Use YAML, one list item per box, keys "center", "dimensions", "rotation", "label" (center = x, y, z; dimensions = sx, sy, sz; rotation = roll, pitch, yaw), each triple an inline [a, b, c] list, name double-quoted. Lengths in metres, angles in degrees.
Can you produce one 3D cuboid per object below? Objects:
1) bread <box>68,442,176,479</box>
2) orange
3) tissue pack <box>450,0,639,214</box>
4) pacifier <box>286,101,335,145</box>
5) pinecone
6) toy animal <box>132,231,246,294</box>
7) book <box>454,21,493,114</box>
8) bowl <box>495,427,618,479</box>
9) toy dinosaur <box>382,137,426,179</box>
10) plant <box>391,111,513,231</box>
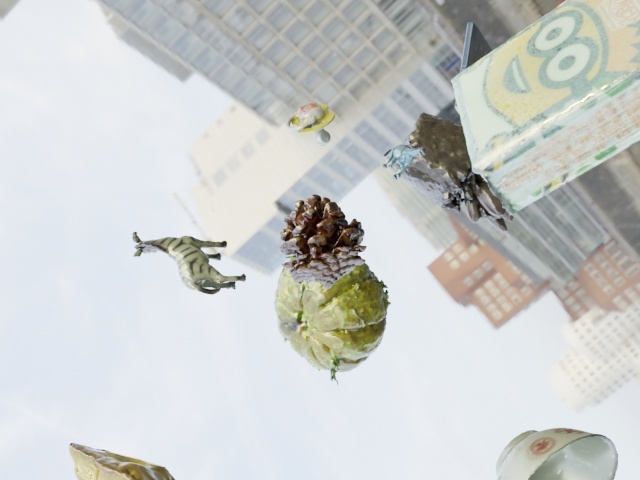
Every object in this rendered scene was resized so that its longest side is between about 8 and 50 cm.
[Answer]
- center: [-0.333, 0.424, 1.520]
  dimensions: [0.233, 0.088, 0.161]
  rotation: [5, 169, 44]
  label: "bread"
- center: [0.025, 0.160, 2.052]
  dimensions: [0.301, 0.300, 0.223]
  rotation: [20, -154, 38]
  label: "orange"
- center: [0.339, -0.207, 1.158]
  dimensions: [0.128, 0.311, 0.228]
  rotation: [40, -150, -34]
  label: "tissue pack"
- center: [-0.010, -0.160, 1.235]
  dimensions: [0.064, 0.068, 0.083]
  rotation: [62, 178, -31]
  label: "pacifier"
- center: [0.000, 0.000, 1.542]
  dimensions: [0.173, 0.173, 0.173]
  rotation: [45, -166, -14]
  label: "pinecone"
- center: [-0.256, 0.041, 1.674]
  dimensions: [0.176, 0.073, 0.217]
  rotation: [-3, -149, -28]
  label: "toy animal"
- center: [0.439, -0.450, 2.453]
  dimensions: [0.191, 0.025, 0.269]
  rotation: [36, -120, -53]
  label: "book"
- center: [0.512, 0.547, 2.025]
  dimensions: [0.337, 0.337, 0.157]
  rotation: [36, -177, -42]
  label: "bowl"
- center: [0.158, -0.162, 1.697]
  dimensions: [0.045, 0.080, 0.197]
  rotation: [42, 174, -15]
  label: "toy dinosaur"
- center: [0.330, -0.149, 1.971]
  dimensions: [0.321, 0.181, 0.194]
  rotation: [30, 166, 3]
  label: "plant"
